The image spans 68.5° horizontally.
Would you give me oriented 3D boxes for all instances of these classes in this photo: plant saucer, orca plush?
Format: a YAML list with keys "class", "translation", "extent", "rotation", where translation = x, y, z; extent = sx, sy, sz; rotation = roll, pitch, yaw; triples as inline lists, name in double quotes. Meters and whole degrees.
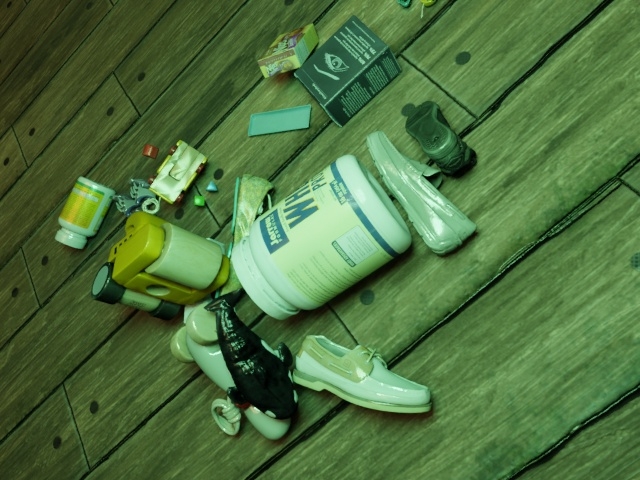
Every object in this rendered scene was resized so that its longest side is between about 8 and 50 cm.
- class: "plant saucer"
  translation: [-0.110, -0.322, 1.275]
  extent: [0.192, 0.018, 0.067]
  rotation: [-1, 75, 26]
- class: "orca plush"
  translation: [-0.116, 0.232, 0.922]
  extent: [0.102, 0.151, 0.287]
  rotation: [-14, 93, 64]

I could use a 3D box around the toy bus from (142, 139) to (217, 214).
- class: "toy bus"
  translation: [-0.404, -0.176, 1.320]
  extent: [0.202, 0.104, 0.190]
  rotation: [-11, 90, -14]

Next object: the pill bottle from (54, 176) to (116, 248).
- class: "pill bottle"
  translation: [-0.741, -0.084, 1.473]
  extent: [0.118, 0.117, 0.208]
  rotation: [23, 87, 31]

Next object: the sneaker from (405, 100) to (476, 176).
- class: "sneaker"
  translation: [0.260, -0.215, 1.021]
  extent: [0.087, 0.130, 0.227]
  rotation: [-38, 34, 18]

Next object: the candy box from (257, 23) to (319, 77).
- class: "candy box"
  translation: [-0.082, -0.502, 1.243]
  extent: [0.109, 0.053, 0.186]
  rotation: [-8, 37, 26]

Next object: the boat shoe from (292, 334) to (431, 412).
- class: "boat shoe"
  translation: [0.077, 0.264, 0.947]
  extent: [0.302, 0.113, 0.103]
  rotation: [6, 84, 30]

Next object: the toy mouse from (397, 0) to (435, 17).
- class: "toy mouse"
  translation: [0.239, -0.632, 1.178]
  extent: [0.143, 0.031, 0.161]
  rotation: [31, 90, 31]

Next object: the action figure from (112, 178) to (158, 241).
- class: "action figure"
  translation: [-0.516, -0.045, 1.349]
  extent: [0.185, 0.099, 0.285]
  rotation: [-48, 50, 27]

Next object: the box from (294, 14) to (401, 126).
- class: "box"
  translation: [0.065, -0.414, 1.158]
  extent: [0.207, 0.108, 0.153]
  rotation: [-40, 61, 12]

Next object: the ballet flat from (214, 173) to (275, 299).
- class: "ballet flat"
  translation: [-0.178, 0.006, 1.167]
  extent: [0.123, 0.123, 0.348]
  rotation: [3, 78, 28]

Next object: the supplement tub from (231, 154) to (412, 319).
- class: "supplement tub"
  translation: [0.000, 0.000, 0.994]
  extent: [0.325, 0.235, 0.235]
  rotation: [-35, 62, 14]

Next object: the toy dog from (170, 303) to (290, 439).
- class: "toy dog"
  translation: [-0.178, 0.265, 1.044]
  extent: [0.220, 0.161, 0.333]
  rotation: [-12, 111, 40]

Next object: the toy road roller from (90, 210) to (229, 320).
- class: "toy road roller"
  translation: [-0.380, 0.026, 1.125]
  extent: [0.330, 0.202, 0.240]
  rotation: [-29, 50, 35]

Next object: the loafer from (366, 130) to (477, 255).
- class: "loafer"
  translation: [0.207, -0.118, 1.002]
  extent: [0.111, 0.112, 0.319]
  rotation: [-34, 70, 9]

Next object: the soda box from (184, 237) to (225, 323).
- class: "soda box"
  translation: [-0.298, 0.107, 1.214]
  extent: [0.074, 0.069, 0.216]
  rotation: [-10, 70, 24]
